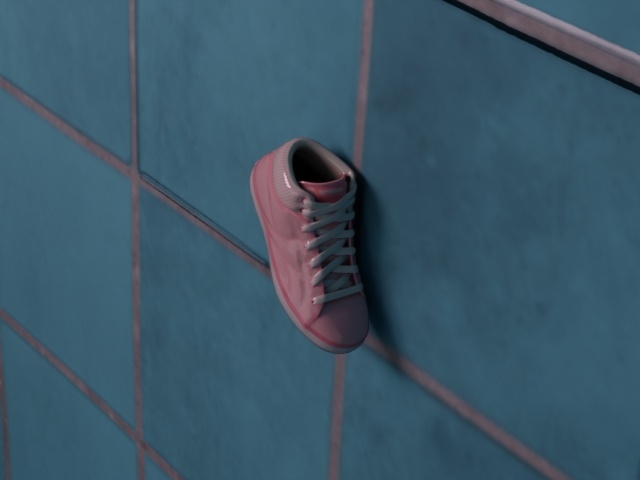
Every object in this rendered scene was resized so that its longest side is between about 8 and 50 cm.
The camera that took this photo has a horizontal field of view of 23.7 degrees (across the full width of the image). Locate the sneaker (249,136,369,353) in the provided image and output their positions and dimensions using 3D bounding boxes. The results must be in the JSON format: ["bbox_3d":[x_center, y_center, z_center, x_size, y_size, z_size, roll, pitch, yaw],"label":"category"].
[{"bbox_3d":[0.000,0.000,0.923,0.070,0.051,0.134,-40,69,60],"label":"sneaker"}]
